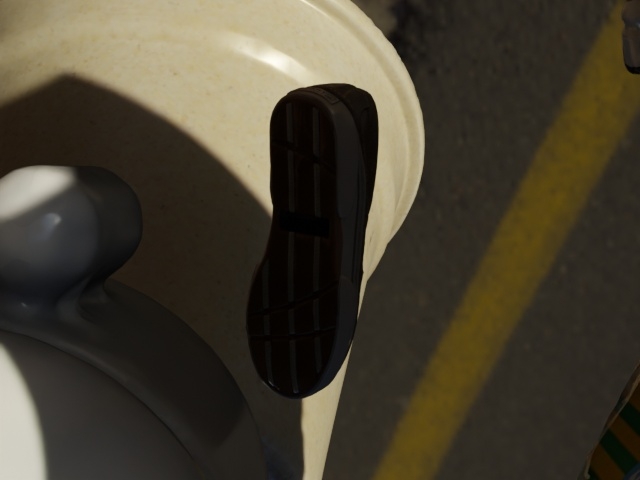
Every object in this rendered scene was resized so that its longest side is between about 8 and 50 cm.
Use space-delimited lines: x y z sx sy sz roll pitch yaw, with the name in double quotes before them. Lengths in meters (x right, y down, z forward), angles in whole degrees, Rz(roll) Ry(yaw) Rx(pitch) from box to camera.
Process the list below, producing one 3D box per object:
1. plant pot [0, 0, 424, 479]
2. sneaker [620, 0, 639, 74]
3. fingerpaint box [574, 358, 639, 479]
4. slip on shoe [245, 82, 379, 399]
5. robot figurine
"plant pot" -0.106 0.040 1.154 0.334 0.305 0.334 2 135 2
"sneaker" 0.144 -0.124 0.712 0.072 0.178 0.077 -8 109 16
"fingerpaint box" 0.269 -0.009 0.479 0.163 0.371 0.445 48 123 -2
"slip on shoe" 0.000 0.000 0.814 0.051 0.041 0.135 13 110 32
"robot figurine" -0.121 0.118 0.701 0.200 0.300 0.353 11 -175 0
